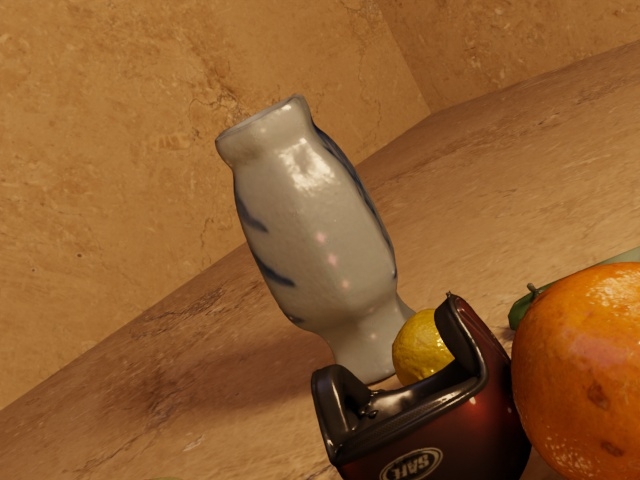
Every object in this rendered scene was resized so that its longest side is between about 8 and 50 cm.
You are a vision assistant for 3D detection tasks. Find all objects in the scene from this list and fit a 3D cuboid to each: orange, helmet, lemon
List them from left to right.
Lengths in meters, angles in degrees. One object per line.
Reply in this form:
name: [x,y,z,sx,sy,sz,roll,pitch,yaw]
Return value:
helmet: [0.102,0.169,0.813,0.189,0.193,0.216,-31,-1,18]
lemon: [0.141,0.141,1.059,0.109,0.109,0.133,-23,24,24]
orange: [0.268,0.117,0.716,0.224,0.170,0.224,-3,26,1]

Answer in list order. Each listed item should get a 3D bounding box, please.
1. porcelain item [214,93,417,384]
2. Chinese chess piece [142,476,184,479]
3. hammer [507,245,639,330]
porcelain item: [0.000,0.000,1.246,0.178,0.405,0.242,-27,12,8]
Chinese chess piece: [-0.215,0.363,1.012,0.188,0.083,0.188,-25,15,7]
hammer: [0.368,0.031,1.041,0.335,0.119,0.206,-28,8,33]
